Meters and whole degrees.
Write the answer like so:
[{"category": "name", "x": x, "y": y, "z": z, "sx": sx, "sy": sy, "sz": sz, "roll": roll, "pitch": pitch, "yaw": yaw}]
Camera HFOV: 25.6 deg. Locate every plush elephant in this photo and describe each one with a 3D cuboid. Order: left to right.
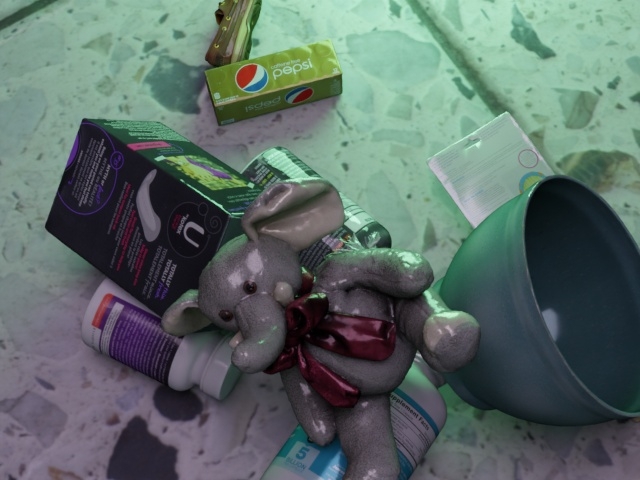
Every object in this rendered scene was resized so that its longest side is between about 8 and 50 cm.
[{"category": "plush elephant", "x": -0.020, "y": 0.084, "z": 1.535, "sx": 0.255, "sy": 0.272, "sz": 0.330, "roll": 13, "pitch": 36, "yaw": -26}]

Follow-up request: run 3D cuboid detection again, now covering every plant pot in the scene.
[{"category": "plant pot", "x": 0.250, "y": 0.093, "z": 1.664, "sx": 0.196, "sy": 0.293, "sz": 0.293, "roll": -26, "pitch": 60, "yaw": 37}]

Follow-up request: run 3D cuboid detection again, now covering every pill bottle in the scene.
[{"category": "pill bottle", "x": -0.191, "y": 0.122, "z": 1.756, "sx": 0.193, "sy": 0.108, "sz": 0.108, "roll": 25, "pitch": 69, "yaw": 12}, {"category": "pill bottle", "x": 0.000, "y": 0.000, "z": 1.793, "sx": 0.245, "sy": 0.130, "sz": 0.130, "roll": 40, "pitch": 73, "yaw": 17}, {"category": "pill bottle", "x": 0.054, "y": 0.232, "z": 1.682, "sx": 0.146, "sy": 0.146, "sz": 0.264, "roll": 32, "pitch": 70, "yaw": 14}]

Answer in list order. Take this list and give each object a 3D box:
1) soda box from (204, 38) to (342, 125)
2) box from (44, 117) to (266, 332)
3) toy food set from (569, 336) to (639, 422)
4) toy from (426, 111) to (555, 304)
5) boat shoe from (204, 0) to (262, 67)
[{"category": "soda box", "x": -0.063, "y": -0.217, "z": 1.928, "sx": 0.181, "sy": 0.058, "sz": 0.061, "roll": -15, "pitch": 67, "yaw": -6}, {"category": "box", "x": -0.184, "y": -0.023, "z": 1.733, "sx": 0.270, "sy": 0.143, "sz": 0.165, "roll": 34, "pitch": 111, "yaw": 31}, {"category": "toy food set", "x": 0.366, "y": 0.142, "z": 1.778, "sx": 0.132, "sy": 0.038, "sz": 0.192, "roll": -36, "pitch": 59, "yaw": -19}, {"category": "toy", "x": 0.256, "y": -0.035, "z": 1.844, "sx": 0.137, "sy": 0.056, "sz": 0.237, "roll": -31, "pitch": 74, "yaw": -16}, {"category": "boat shoe", "x": -0.118, "y": -0.319, "z": 1.971, "sx": 0.060, "sy": 0.064, "sz": 0.178, "roll": 11, "pitch": 70, "yaw": 4}]
